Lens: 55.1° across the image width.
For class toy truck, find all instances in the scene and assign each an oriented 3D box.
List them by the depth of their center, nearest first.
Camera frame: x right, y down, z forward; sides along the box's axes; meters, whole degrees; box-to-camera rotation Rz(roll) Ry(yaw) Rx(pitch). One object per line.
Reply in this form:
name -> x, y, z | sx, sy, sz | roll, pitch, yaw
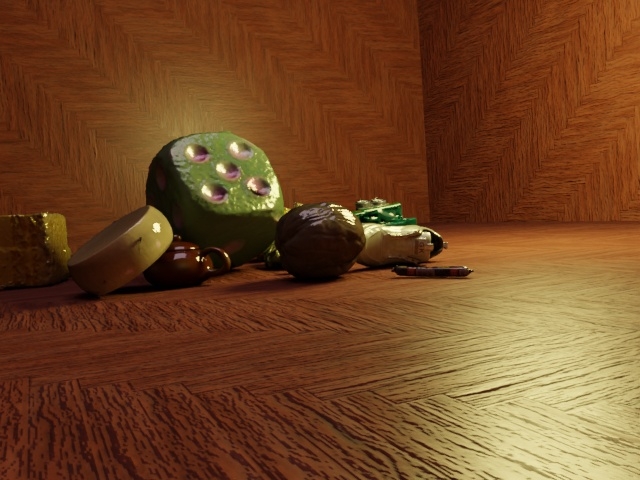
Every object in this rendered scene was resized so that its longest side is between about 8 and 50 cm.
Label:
toy truck -> 0.148, -0.050, 2.194 | 0.364, 0.176, 0.178 | -11, 13, -16

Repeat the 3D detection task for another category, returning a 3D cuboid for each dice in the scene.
dice -> -0.319, -0.111, 1.815 | 0.319, 0.330, 0.322 | -10, -30, -35

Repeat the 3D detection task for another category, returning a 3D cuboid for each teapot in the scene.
teapot -> -0.351, 0.050, 1.583 | 0.252, 0.135, 0.178 | -4, 7, 17

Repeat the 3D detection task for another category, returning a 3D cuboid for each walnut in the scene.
walnut -> 0.000, 0.000, 1.533 | 0.225, 0.224, 0.224 | -4, 3, 0

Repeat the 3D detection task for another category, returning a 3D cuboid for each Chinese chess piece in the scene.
Chinese chess piece -> -0.495, 0.023, 1.524 | 0.273, 0.102, 0.273 | -29, 21, 12

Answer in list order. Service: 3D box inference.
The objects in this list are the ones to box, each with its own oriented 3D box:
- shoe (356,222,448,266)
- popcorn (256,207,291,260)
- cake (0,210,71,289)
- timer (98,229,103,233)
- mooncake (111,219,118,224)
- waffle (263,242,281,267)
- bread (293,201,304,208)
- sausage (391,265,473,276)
shoe -> 0.230, 0.014, 1.686 | 0.317, 0.124, 0.159 | -7, 11, -43
popcorn -> -0.169, -0.008, 2.172 | 0.233, 0.192, 0.266 | -21, -15, -20
cake -> -0.936, 0.032, 1.865 | 0.286, 0.222, 0.227 | -4, 1, -6
timer -> -0.637, 0.045, 1.820 | 0.132, 0.151, 0.132 | -4, 3, 0
mooncake -> -0.569, 0.006, 2.166 | 0.325, 0.186, 0.324 | -5, 1, 0
waffle -> -0.040, -0.008, 1.920 | 0.317, 0.073, 0.297 | -31, 15, -13
bread -> -0.047, -0.044, 2.316 | 0.102, 0.196, 0.138 | 1, -1, 13
sausage -> 0.254, 0.070, 1.403 | 0.199, 0.028, 0.025 | -3, 27, 32
